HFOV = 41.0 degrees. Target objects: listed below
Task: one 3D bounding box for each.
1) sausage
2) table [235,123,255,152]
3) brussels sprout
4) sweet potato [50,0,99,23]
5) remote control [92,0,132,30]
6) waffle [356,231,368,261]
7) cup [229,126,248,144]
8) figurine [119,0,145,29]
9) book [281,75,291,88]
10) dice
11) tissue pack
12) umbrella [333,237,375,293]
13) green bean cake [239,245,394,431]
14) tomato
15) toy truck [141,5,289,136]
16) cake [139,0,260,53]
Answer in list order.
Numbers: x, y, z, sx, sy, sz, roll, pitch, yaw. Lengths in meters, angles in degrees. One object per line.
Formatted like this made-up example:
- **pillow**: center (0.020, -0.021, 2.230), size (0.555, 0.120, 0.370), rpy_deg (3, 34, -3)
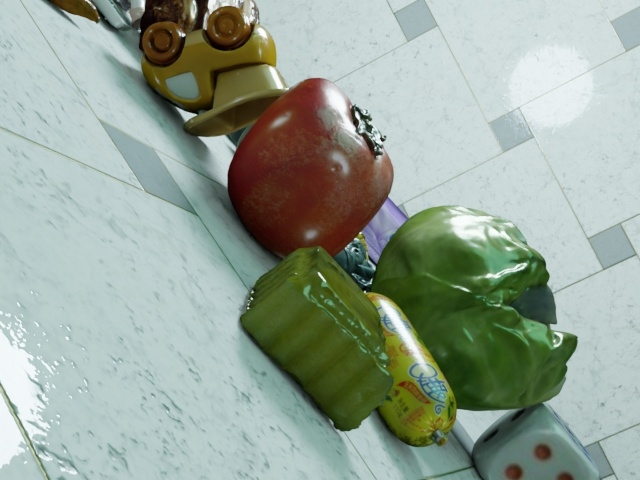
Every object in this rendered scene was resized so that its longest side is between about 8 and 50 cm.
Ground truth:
- **sausage**: center (0.126, 0.212, 1.445), size (0.123, 0.123, 0.347), rpy_deg (42, 12, -41)
- **table**: center (-0.082, -0.176, 1.986), size (0.220, 0.126, 0.126), rpy_deg (40, 14, -46)
- **brussels sprout**: center (0.267, 0.151, 1.689), size (0.342, 0.361, 0.425), rpy_deg (111, -40, -55)
- **sweet potato**: center (-0.475, -0.451, 1.461), size (0.265, 0.057, 0.057), rpy_deg (37, 16, -48)
- **remote control**: center (-0.506, -0.557, 1.756), size (0.313, 0.055, 0.109), rpy_deg (53, 2, -7)
- **waffle**: center (0.056, -0.044, 2.251), size (0.243, 0.059, 0.238), rpy_deg (60, -3, -14)
- **cup**: center (-0.179, -0.255, 2.041), size (0.077, 0.078, 0.100), rpy_deg (-89, 169, -68)
- **figurine**: center (-0.450, -0.618, 2.013), size (0.275, 0.133, 0.200), rpy_deg (58, -1, 16)
- **book**: center (-0.174, -0.377, 2.244), size (0.300, 0.039, 0.428), rpy_deg (-20, 67, -51)
- **dice**: center (0.435, 0.450, 1.743), size (0.193, 0.192, 0.194), rpy_deg (50, 11, 5)
- **tissue pack**: center (0.187, -0.037, 2.592), size (0.338, 0.160, 0.242), rpy_deg (46, 9, -23)
- **umbrella**: center (0.003, 0.000, 1.801), size (0.349, 0.094, 0.143), rpy_deg (39, 10, -42)
- **green bean cake**: center (0.011, 0.130, 1.231), size (0.233, 0.124, 0.236), rpy_deg (49, 9, -9)
- **tomato**: center (-0.016, -0.120, 1.550), size (0.293, 0.290, 0.325), rpy_deg (49, 18, -14)
- **toy truck**: center (-0.198, -0.328, 1.675), size (0.204, 0.288, 0.211), rpy_deg (17, 59, -82)
- **cake**: center (-0.282, -0.483, 1.907), size (0.293, 0.196, 0.198), rpy_deg (26, 65, -59)
